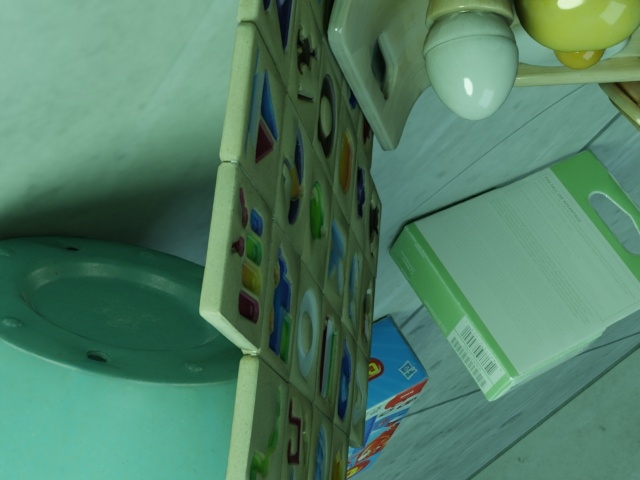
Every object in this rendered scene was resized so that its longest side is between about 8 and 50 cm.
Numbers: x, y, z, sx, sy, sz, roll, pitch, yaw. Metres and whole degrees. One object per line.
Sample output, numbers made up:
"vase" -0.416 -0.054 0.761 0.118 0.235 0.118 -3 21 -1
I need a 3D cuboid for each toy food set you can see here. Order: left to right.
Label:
"toy food set" 0.173 -0.098 0.574 0.306 0.092 0.220 -1 169 12

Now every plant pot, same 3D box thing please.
"plant pot" -0.135 0.136 0.584 0.293 0.293 0.235 -5 117 -50

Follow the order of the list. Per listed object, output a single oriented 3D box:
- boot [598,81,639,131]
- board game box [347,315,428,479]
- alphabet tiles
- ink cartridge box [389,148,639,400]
"boot" 0.363 -0.169 0.847 0.283 0.109 0.220 -8 149 -51
"board game box" -0.055 0.245 1.180 0.308 0.086 0.302 -24 157 -22
"alphabet tiles" 0.000 0.000 0.533 0.011 0.285 0.342 1 162 12
"ink cartridge box" 0.207 0.024 0.960 0.235 0.171 0.056 -22 156 -28
